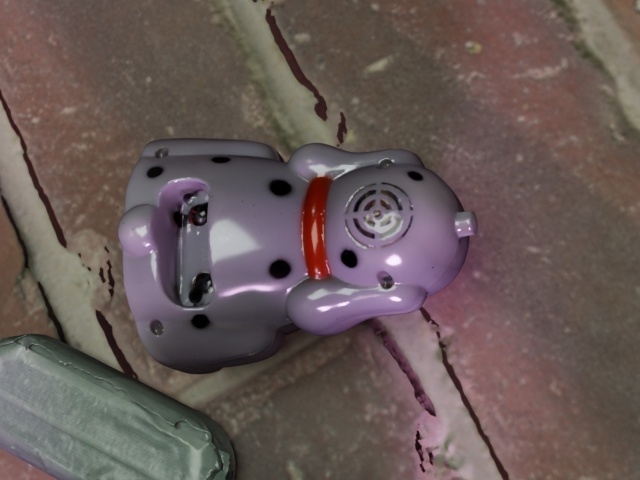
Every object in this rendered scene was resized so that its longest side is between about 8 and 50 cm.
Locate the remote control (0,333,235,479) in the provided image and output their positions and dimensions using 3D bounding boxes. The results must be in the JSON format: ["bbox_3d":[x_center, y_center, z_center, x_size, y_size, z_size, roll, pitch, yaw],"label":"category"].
[{"bbox_3d":[-0.183,0.155,1.188,0.247,0.052,0.104,23,85,19],"label":"remote control"}]

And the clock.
[{"bbox_3d":[-0.002,0.001,1.102,0.254,0.189,0.188,-6,74,18],"label":"clock"}]
